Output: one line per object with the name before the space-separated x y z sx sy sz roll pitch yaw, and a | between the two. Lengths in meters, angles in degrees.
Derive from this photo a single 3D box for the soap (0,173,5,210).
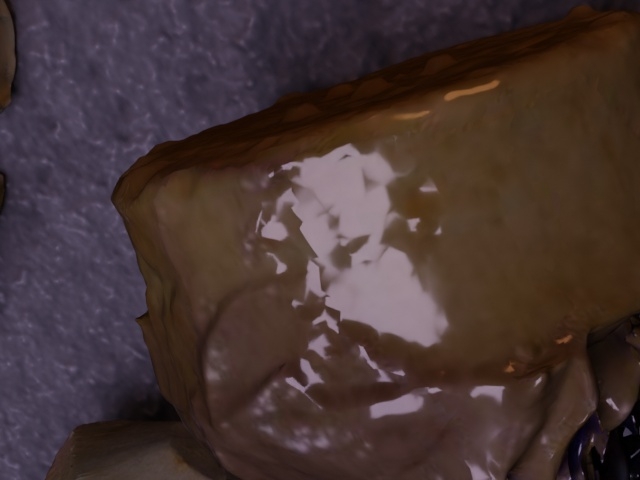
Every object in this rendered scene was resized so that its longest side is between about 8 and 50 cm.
soap | -0.364 0.054 1.246 0.199 0.091 0.315 26 120 6

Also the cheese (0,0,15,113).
cheese | -0.319 -0.139 1.156 0.227 0.064 0.137 10 113 12

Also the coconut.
coconut | -0.115 0.232 1.175 0.197 0.237 0.237 26 119 -1

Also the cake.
cake | 0.073 0.060 0.951 0.332 0.332 0.321 -13 99 23
